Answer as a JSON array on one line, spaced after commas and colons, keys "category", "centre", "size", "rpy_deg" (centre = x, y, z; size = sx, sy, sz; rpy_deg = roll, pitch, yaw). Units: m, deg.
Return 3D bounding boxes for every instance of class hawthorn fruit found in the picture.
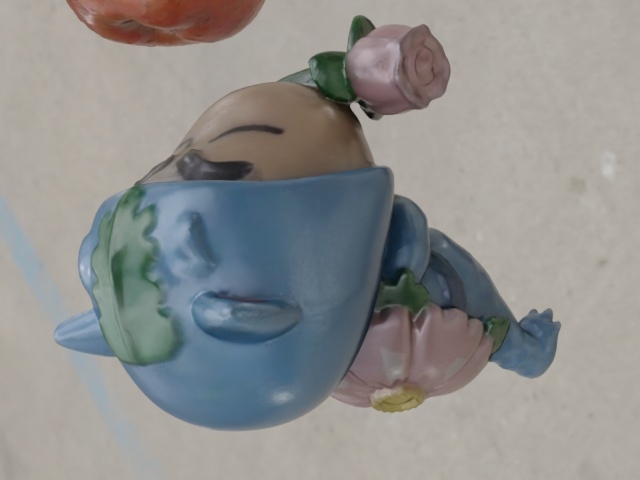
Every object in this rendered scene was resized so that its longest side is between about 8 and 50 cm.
[{"category": "hawthorn fruit", "centre": [-0.105, -0.218, 1.018], "size": [0.189, 0.189, 0.189], "rpy_deg": [26, 121, 53]}]

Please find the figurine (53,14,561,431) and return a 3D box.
[{"category": "figurine", "centre": [0.003, -0.003, 0.520], "size": [0.114, 0.178, 0.144], "rpy_deg": [10, 87, 51]}]
